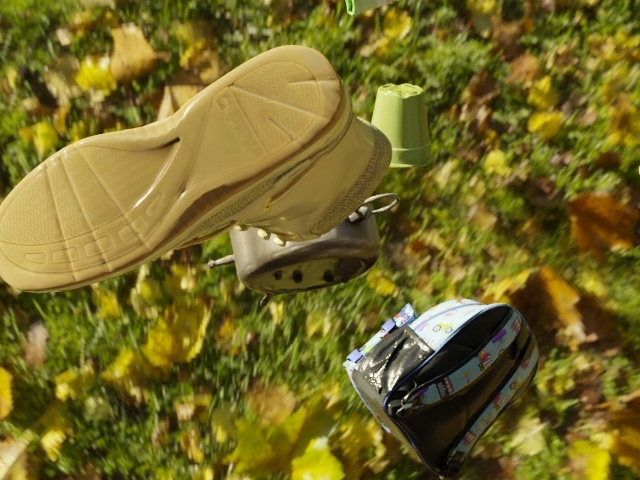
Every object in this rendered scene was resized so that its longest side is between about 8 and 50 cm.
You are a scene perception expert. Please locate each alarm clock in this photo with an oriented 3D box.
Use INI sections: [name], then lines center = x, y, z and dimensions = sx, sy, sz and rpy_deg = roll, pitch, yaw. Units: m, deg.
[alarm clock]
center = 0.000, 0.000, 1.224
dimensions = 0.129, 0.192, 0.064
rpy_deg = 3, 65, -40

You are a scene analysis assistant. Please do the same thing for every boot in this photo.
[boot]
center = -0.081, -0.030, 0.987
dimensions = 0.262, 0.203, 0.095
rpy_deg = -30, 75, 8

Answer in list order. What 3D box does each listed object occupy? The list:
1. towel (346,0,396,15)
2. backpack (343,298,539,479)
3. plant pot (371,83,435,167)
[towel]
center = 0.076, -0.290, 1.358
dimensions = 0.152, 0.023, 0.113
rpy_deg = -27, 108, -32
[backpack]
center = 0.133, 0.131, 1.451
dimensions = 0.173, 0.158, 0.117
rpy_deg = -43, 39, -7
[plant pot]
center = 0.087, -0.130, 1.557
dimensions = 0.083, 0.083, 0.079
rpy_deg = -1, 112, -5
